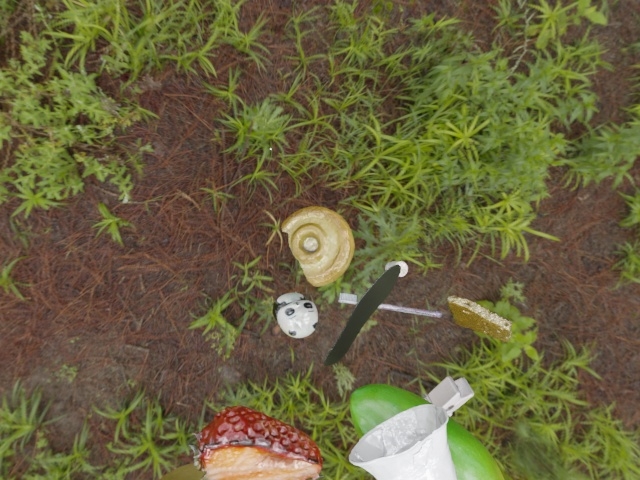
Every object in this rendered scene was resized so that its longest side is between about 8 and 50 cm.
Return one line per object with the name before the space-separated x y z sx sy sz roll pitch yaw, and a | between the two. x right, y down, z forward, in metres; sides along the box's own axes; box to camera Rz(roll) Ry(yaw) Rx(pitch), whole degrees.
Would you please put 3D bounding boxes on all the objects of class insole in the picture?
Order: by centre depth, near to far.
insole | 0.101 0.196 1.174 0.119 0.009 0.348 -1 128 -48

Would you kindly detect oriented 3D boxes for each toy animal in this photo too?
toy animal | -0.076 0.261 1.636 0.166 0.179 0.138 -17 105 -16

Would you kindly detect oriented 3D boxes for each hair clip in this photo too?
hair clip | 0.333 0.541 1.447 0.101 0.085 0.331 13 124 -32

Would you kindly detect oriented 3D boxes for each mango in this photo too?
mango | 0.214 0.457 0.986 0.382 0.225 0.201 39 136 20

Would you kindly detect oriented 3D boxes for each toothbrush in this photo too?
toothbrush | 0.217 0.198 1.407 0.354 0.024 0.029 11 83 -19

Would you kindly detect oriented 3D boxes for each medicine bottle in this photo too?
medicine bottle | 0.258 0.096 1.581 0.052 0.089 0.052 0 88 -15

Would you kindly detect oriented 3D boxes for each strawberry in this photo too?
strawberry | -0.157 0.474 1.082 0.280 0.150 0.253 -21 122 5

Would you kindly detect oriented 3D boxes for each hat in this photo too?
hat | 0.162 0.395 0.824 0.203 0.203 0.126 -27 86 0

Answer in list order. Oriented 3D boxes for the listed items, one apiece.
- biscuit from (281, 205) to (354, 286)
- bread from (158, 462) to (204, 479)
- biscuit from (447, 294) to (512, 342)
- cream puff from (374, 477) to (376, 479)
biscuit | 0.000 0.000 1.543 0.213 0.091 0.274 -36 67 7
bread | -0.411 0.908 1.481 0.348 0.376 0.253 -27 114 -22
biscuit | 0.350 0.171 1.011 0.131 0.237 0.026 16 75 26
cream puff | 0.219 0.546 1.183 0.244 0.244 0.196 44 79 -12
